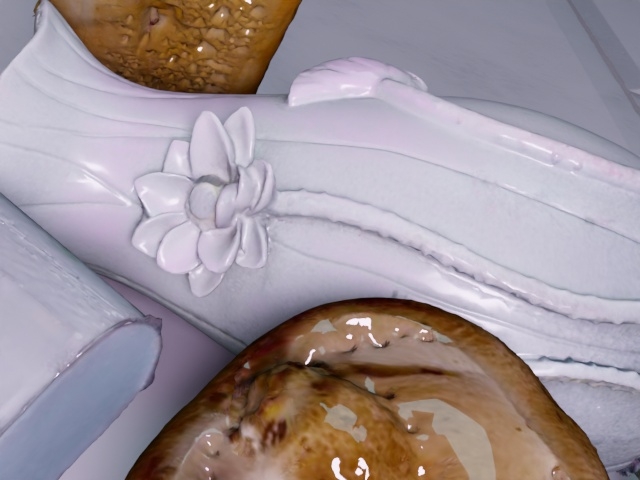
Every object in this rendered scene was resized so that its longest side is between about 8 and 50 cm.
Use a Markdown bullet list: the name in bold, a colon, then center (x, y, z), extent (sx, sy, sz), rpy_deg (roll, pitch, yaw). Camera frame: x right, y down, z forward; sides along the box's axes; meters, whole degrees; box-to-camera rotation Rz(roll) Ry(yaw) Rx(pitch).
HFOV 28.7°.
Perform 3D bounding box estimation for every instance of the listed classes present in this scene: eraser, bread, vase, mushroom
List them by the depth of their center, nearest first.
- **mushroom**: center (0.024, 0.144, 0.586), extent (0.253, 0.153, 0.253), rpy_deg (5, 52, -7)
- **eraser**: center (-0.214, 0.039, 0.619), extent (0.227, 0.081, 0.174), rpy_deg (36, 71, 25)
- **vase**: center (0.000, 0.000, 0.783), extent (0.445, 0.250, 0.250), rpy_deg (16, 27, -4)
- **bread**: center (-0.113, -0.165, 0.864), extent (0.185, 0.109, 0.380), rpy_deg (11, -16, -10)

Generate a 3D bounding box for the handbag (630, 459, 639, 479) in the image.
- **handbag**: center (0.314, 0.149, 0.914), extent (0.219, 0.079, 0.256), rpy_deg (10, 27, -13)

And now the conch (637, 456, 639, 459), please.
- **conch**: center (0.240, 0.161, 0.761), extent (0.137, 0.114, 0.234), rpy_deg (-9, 54, 16)
